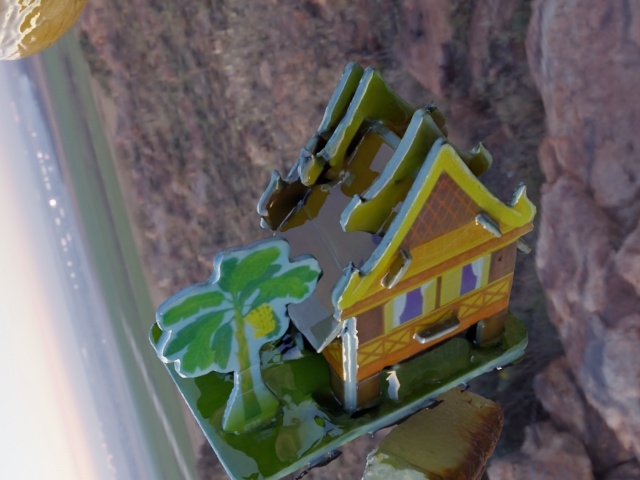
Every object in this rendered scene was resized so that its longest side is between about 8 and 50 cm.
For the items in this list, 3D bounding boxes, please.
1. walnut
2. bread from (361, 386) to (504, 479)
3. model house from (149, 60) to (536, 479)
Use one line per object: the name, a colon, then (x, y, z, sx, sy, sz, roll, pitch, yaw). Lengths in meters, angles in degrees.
walnut: (-0.316, -0.273, 0.960, 0.197, 0.165, 0.165, -47, 56, 43)
bread: (0.128, 0.298, 1.135, 0.114, 0.275, 0.184, 20, 105, 21)
model house: (0.000, 0.000, 0.853, 0.242, 0.358, 0.312, 51, 156, 42)
